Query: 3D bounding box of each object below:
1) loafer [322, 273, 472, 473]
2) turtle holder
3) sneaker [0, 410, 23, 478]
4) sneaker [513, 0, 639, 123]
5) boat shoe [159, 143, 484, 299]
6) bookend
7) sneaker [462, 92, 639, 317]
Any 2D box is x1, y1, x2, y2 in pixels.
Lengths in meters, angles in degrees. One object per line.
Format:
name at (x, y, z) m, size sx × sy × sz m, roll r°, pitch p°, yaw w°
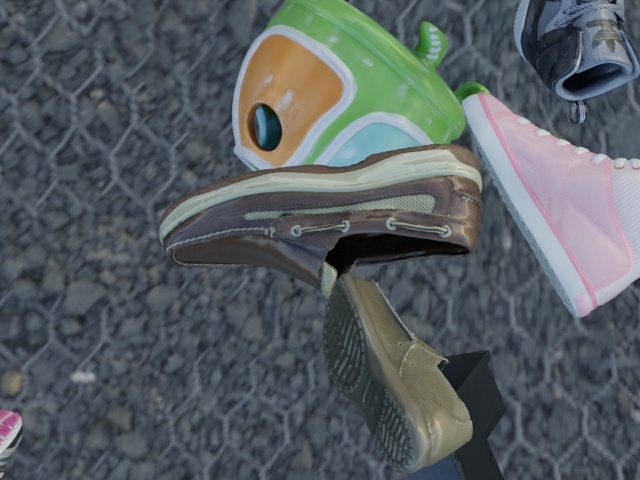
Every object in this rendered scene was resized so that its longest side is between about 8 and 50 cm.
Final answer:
loafer at (0.043, 0.077, 0.933) m, size 0.050 × 0.148 × 0.056 m, roll 2°, pitch 131°, yaw -26°
turtle holder at (0.027, -0.140, 1.787) m, size 0.243 × 0.320 × 0.227 m, roll 37°, pitch 87°, yaw 7°
sneaker at (-0.331, 0.238, 1.529) m, size 0.063 × 0.170 × 0.074 m, roll 2°, pitch 132°, yaw 23°
sneaker at (0.260, -0.237, 1.507) m, size 0.101 × 0.153 × 0.268 m, roll -4°, pitch 137°, yaw -13°
boat shoe at (-0.003, -0.003, 1.221) m, size 0.257 × 0.095 × 0.095 m, roll -12°, pitch 66°, yaw 17°
bookend at (0.167, 0.237, 1.897) m, size 0.072 × 0.157 × 0.156 m, roll -12°, pitch 111°, yaw 36°
sneaker at (0.126, -0.031, 0.806) m, size 0.070 × 0.051 × 0.134 m, roll -29°, pitch 60°, yaw 3°
